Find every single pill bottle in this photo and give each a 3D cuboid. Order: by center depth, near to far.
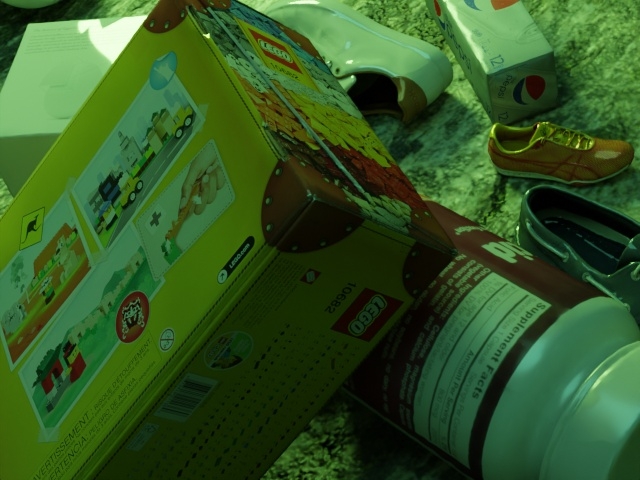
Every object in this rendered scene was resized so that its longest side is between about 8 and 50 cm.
[{"bbox_3d":[0.173,0.119,1.402,0.224,0.224,0.392,-42,51,-21],"label":"pill bottle"}]

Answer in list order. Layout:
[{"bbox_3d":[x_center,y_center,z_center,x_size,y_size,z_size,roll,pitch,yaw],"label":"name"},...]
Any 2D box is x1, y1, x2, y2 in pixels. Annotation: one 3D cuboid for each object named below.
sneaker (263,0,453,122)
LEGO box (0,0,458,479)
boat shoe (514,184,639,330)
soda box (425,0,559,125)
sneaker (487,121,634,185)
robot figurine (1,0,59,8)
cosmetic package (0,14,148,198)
[{"bbox_3d":[0.020,-0.234,1.845,0.290,0.106,0.123,22,56,30],"label":"sneaker"},{"bbox_3d":[-0.158,0.051,1.412,0.500,0.193,0.372,-50,44,20],"label":"LEGO box"},{"bbox_3d":[0.336,0.038,1.512,0.116,0.099,0.319,-40,50,-20],"label":"boat shoe"},{"bbox_3d":[0.214,-0.279,1.836,0.091,0.098,0.286,-20,46,-2],"label":"soda box"},{"bbox_3d":[0.284,-0.107,1.681,0.175,0.067,0.064,2,48,16],"label":"sneaker"},{"bbox_3d":[-0.471,-0.478,2.146,0.353,0.200,0.300,39,96,39],"label":"robot figurine"},{"bbox_3d":[-0.291,-0.172,1.860,0.224,0.138,0.224,-1,50,15],"label":"cosmetic package"}]
